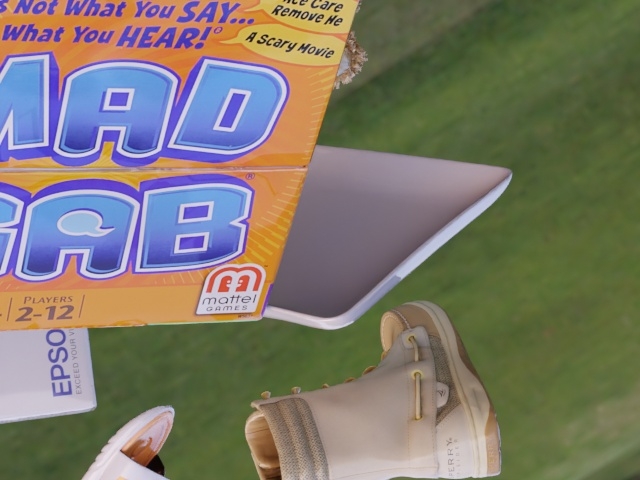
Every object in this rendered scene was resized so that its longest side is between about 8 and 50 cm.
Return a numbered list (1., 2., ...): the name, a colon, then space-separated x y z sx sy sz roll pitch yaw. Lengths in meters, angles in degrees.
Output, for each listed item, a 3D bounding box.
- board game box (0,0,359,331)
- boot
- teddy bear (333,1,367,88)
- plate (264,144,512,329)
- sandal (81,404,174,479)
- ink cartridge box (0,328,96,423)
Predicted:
1. board game box: -0.222 -0.174 1.519 0.356 0.356 0.356 -2 133 -22
2. boot: 0.031 0.141 1.623 0.203 0.095 0.262 -10 -153 -8
3. teddy bear: -0.021 -0.312 1.833 0.245 0.338 0.113 -13 172 27
4. plate: 0.000 0.000 1.710 0.278 0.045 0.277 9 -145 41
5. sandal: -0.199 0.273 1.735 0.265 0.076 0.102 -55 163 8
6. ink cartridge box: -0.430 0.049 2.038 0.330 0.324 0.071 -7 170 -15
